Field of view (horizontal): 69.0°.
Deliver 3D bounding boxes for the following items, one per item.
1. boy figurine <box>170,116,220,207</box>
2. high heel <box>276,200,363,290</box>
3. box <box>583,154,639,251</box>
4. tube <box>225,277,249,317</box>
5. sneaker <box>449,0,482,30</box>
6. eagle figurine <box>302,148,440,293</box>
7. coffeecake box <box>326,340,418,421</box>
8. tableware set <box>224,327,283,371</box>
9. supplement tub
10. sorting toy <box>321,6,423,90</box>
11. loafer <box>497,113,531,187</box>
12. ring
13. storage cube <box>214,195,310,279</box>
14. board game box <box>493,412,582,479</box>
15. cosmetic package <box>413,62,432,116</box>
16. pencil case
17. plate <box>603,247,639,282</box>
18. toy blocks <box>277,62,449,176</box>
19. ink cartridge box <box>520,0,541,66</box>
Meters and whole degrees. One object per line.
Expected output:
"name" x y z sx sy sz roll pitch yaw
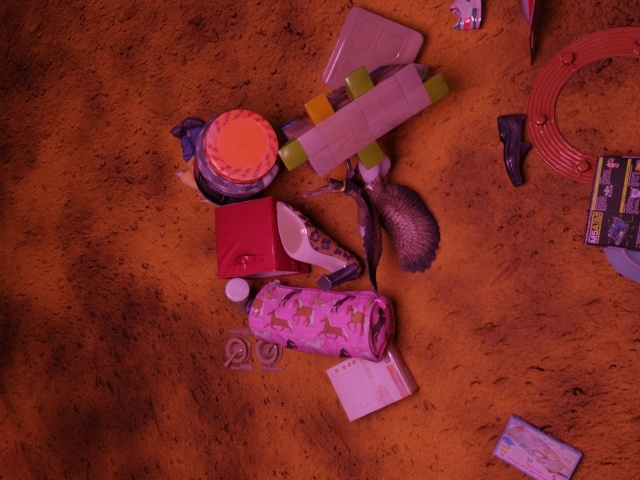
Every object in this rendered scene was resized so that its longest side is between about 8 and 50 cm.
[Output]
"boy figurine" -0.366 -0.222 1.420 0.177 0.092 0.285 -26 76 20
"high heel" 0.000 0.000 1.189 0.093 0.186 0.261 -40 77 34
"box" 0.647 -0.071 0.938 0.184 0.045 0.190 8 95 27
"tube" -0.224 0.159 1.291 0.062 0.240 0.070 16 73 -2
"sneaker" 0.343 -0.578 1.103 0.075 0.057 0.161 -2 92 20
"eagle figurine" 0.140 -0.049 1.131 0.226 0.225 0.298 -38 63 3
"coffeecake box" 0.130 0.355 1.193 0.185 0.068 0.142 -32 75 22
"tableware set" -0.203 0.324 1.367 0.194 0.039 0.128 -6 87 25
"supplement tub" -0.218 -0.202 1.194 0.207 0.338 0.207 1 87 -16
"sorting toy" 0.110 -0.422 1.218 0.229 0.041 0.307 38 115 27
"loafer" 0.444 -0.206 1.054 0.061 0.062 0.170 -9 87 20
"ring" 0.618 -0.285 0.988 0.337 0.032 0.336 0 89 26
"storage cube" -0.154 0.002 1.254 0.184 0.215 0.193 -9 80 25
"board game box" 0.485 0.477 1.049 0.154 0.026 0.103 26 100 23
"cosmetic package" 0.239 -0.370 1.151 0.041 0.060 0.115 17 99 23
"pencil case" -0.001 0.199 1.183 0.386 0.167 0.160 2 46 34
"plate" 0.689 0.000 0.957 0.188 0.024 0.188 0 91 26
"toy blocks" 0.064 -0.290 1.086 0.381 0.261 0.190 -33 113 -1
"ink cartridge box" 0.437 -0.516 0.986 0.066 0.189 0.232 14 97 25
